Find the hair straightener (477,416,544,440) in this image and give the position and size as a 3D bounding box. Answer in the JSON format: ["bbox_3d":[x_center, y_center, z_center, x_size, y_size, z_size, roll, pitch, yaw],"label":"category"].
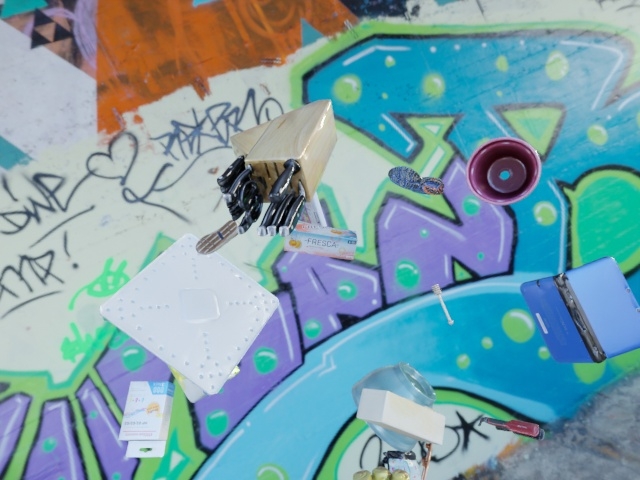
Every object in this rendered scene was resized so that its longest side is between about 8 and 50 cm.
[{"bbox_3d":[0.655,0.652,1.399,0.231,0.089,0.047,-21,38,49],"label":"hair straightener"}]

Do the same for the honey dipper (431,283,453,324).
[{"bbox_3d":[0.468,0.246,1.554,0.031,0.160,0.030,-19,-14,-5],"label":"honey dipper"}]

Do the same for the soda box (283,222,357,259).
[{"bbox_3d":[0.000,0.000,1.048,0.183,0.062,0.058,8,25,-5],"label":"soda box"}]

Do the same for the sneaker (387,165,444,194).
[{"bbox_3d":[0.355,-0.217,1.546,0.222,0.083,0.087,20,-8,-11],"label":"sneaker"}]

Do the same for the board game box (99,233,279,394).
[{"bbox_3d":[-0.373,0.207,1.236,0.050,0.390,0.390,-51,3,43],"label":"board game box"}]

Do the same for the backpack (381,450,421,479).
[{"bbox_3d":[0.300,0.856,1.459,0.115,0.181,0.152,-21,-35,35],"label":"backpack"}]

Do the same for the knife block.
[{"bbox_3d":[-0.041,-0.121,0.673,0.276,0.088,0.242,-28,43,-17],"label":"knife block"}]

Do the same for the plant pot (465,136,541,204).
[{"bbox_3d":[0.567,-0.207,1.250,0.202,0.201,0.180,-24,-7,29],"label":"plant pot"}]

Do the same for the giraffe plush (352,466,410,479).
[{"bbox_3d":[0.171,0.760,1.113,0.182,0.170,0.210,-8,2,24],"label":"giraffe plush"}]

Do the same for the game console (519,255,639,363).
[{"bbox_3d":[0.855,0.232,1.328,0.174,0.292,0.250,-18,-9,-23],"label":"game console"}]

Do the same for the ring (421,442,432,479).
[{"bbox_3d":[0.456,1.081,1.843,0.032,0.336,0.337,15,19,19],"label":"ring"}]

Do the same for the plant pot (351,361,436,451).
[{"bbox_3d":[0.287,0.566,1.457,0.196,0.293,0.293,-49,-1,12],"label":"plant pot"}]

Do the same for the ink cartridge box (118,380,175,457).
[{"bbox_3d":[-0.458,0.470,1.072,0.105,0.181,0.061,-1,-29,1],"label":"ink cartridge box"}]

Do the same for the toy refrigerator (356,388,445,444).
[{"bbox_3d":[0.245,0.520,1.206,0.102,0.270,0.094,-20,46,50],"label":"toy refrigerator"}]

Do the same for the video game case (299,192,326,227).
[{"bbox_3d":[-0.060,-0.153,1.590,0.023,0.201,0.184,-31,26,-26],"label":"video game case"}]

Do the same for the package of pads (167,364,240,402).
[{"bbox_3d":[-0.488,0.455,1.584,0.229,0.296,0.101,-39,-8,22],"label":"package of pads"}]

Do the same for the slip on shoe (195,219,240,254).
[{"bbox_3d":[-0.261,-0.006,1.051,0.135,0.051,0.041,-37,-14,9],"label":"slip on shoe"}]
